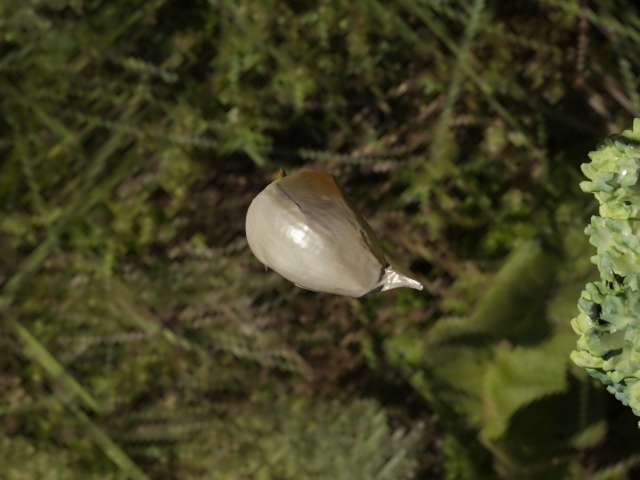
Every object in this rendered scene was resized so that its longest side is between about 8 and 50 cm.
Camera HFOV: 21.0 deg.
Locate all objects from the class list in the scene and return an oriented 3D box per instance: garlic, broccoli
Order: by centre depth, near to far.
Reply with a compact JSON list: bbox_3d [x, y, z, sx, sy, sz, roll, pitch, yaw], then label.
[{"bbox_3d":[0.293,0.009,1.173,0.260,0.288,0.235,30,140,-20],"label":"broccoli"},{"bbox_3d":[-0.003,-0.005,1.191,0.152,0.084,0.066,51,163,51],"label":"garlic"}]
